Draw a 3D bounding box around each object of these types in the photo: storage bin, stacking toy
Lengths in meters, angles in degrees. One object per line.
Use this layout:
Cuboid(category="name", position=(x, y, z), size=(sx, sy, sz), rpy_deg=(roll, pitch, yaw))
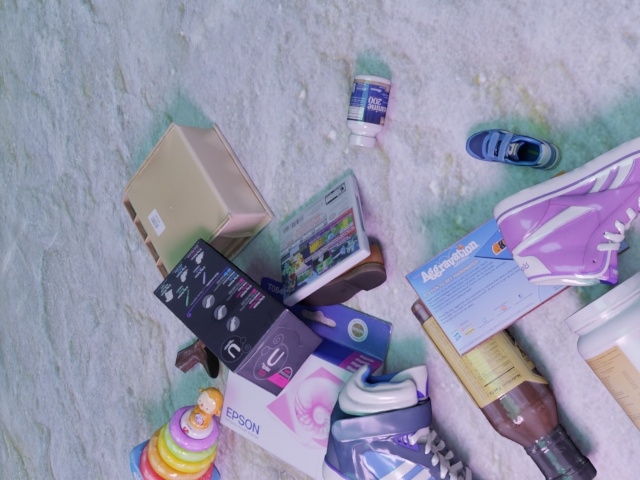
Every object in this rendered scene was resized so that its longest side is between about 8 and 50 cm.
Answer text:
Cuboid(category="storage bin", position=(-0.277, -0.071, 1.248), size=(0.260, 0.123, 0.262), rpy_deg=(-44, 69, 29))
Cuboid(category="stacking toy", position=(-0.271, 0.414, 1.221), size=(0.175, 0.166, 0.301), rpy_deg=(46, 125, 24))

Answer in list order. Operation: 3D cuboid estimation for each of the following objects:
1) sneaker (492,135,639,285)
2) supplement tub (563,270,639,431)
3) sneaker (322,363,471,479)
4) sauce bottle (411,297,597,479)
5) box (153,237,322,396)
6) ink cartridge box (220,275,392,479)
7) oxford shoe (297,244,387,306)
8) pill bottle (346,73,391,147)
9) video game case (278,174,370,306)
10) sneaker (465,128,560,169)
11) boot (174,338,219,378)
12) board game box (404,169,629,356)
Cuboid(category="sneaker", position=(0.391, -0.028, 0.762), size=(0.282, 0.102, 0.160), rpy_deg=(-28, 63, 20))
Cuboid(category="supplement tub", position=(0.431, 0.152, 0.749), size=(0.144, 0.144, 0.199), rpy_deg=(-43, 69, 29))
Cuboid(category="sneaker", position=(0.171, 0.328, 0.937), size=(0.323, 0.130, 0.236), rpy_deg=(17, 95, 16))
Cuboid(category="sauce bottle", position=(0.277, 0.216, 0.885), size=(0.111, 0.111, 0.344), rpy_deg=(-43, 70, 29))
Cuboid(category="box", position=(-0.156, 0.142, 1.086), size=(0.270, 0.165, 0.143), rpy_deg=(34, 80, 36))
Cuboid(category="ink cartridge box", position=(-0.043, 0.271, 1.136), size=(0.324, 0.072, 0.329), rpy_deg=(17, 104, 34))
Cuboid(category="oxford shoe", position=(0.031, 0.068, 1.080), size=(0.212, 0.076, 0.075), rpy_deg=(-24, 48, 30))
Cuboid(category="pill bottle", position=(0.082, -0.226, 1.019), size=(0.067, 0.067, 0.120), rpy_deg=(16, 102, 33))
Cuboid(category="video game case", position=(0.000, 0.000, 1.066), size=(0.201, 0.023, 0.183), rpy_deg=(-35, 43, 30))
Cuboid(category="sneaker", position=(0.287, -0.142, 0.886), size=(0.144, 0.059, 0.053), rpy_deg=(15, 103, 35))
Cuboid(category="boot", position=(-0.286, 0.285, 1.324), size=(0.114, 0.037, 0.106), rpy_deg=(-35, 60, 28))
Cuboid(category="board game box", position=(0.281, 0.034, 0.851), size=(0.281, 0.027, 0.145), rpy_deg=(-34, 73, 6))
